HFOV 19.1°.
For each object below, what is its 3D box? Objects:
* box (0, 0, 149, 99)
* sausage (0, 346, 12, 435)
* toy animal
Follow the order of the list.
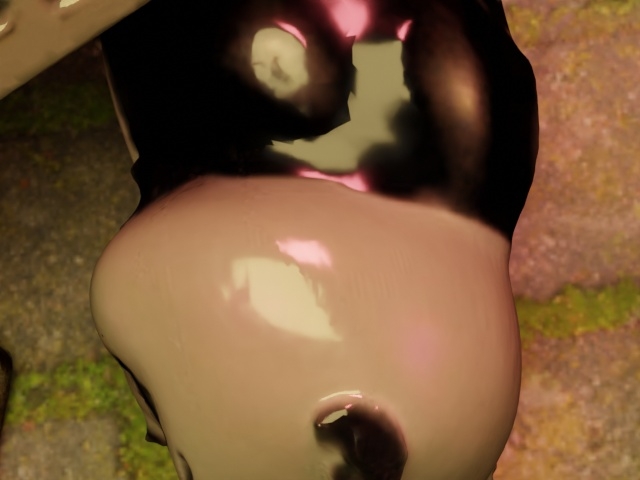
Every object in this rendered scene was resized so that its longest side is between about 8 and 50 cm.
[{"bbox_3d":[-0.191,-0.170,0.990,0.367,0.373,0.090,-35,118,0],"label":"box"},{"bbox_3d":[-0.213,0.181,1.076,0.033,0.033,0.269,10,81,9],"label":"sausage"},{"bbox_3d":[0.000,0.000,0.966,0.251,0.251,0.310,-11,74,6],"label":"toy animal"}]
